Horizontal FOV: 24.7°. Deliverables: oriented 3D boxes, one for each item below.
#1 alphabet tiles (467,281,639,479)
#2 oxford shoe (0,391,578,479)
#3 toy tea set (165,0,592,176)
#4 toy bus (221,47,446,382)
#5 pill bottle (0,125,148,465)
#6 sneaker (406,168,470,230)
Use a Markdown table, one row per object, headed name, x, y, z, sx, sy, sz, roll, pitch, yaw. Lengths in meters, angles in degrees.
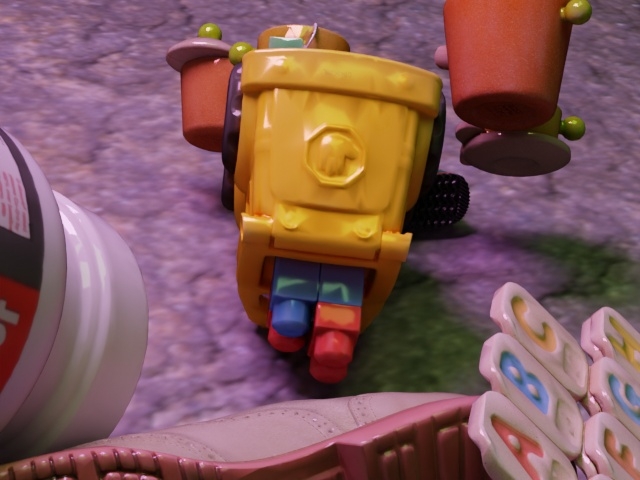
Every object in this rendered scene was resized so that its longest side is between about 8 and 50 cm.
| name | x | y | z | sx | sy | sz | roll | pitch | yaw |
| --- | --- | --- | --- | --- | --- | --- | --- | --- | --- |
| alphabet tiles | 0.186 | 0.148 | 0.771 | 0.278 | 0.021 | 0.284 | 44 | 28 | -11 |
| oxford shoe | -0.069 | 0.161 | 0.768 | 0.397 | 0.140 | 0.146 | -5 | 4 | -20 |
| toy tea set | 0.045 | -0.141 | 1.124 | 0.336 | 0.200 | 0.124 | 4 | 73 | 2 |
| toy bus | 0.000 | 0.000 | 1.020 | 0.149 | 0.220 | 0.211 | 6 | 69 | -4 |
| pill bottle | -0.252 | 0.007 | 0.685 | 0.210 | 0.210 | 0.363 | 30 | 0 | 34 |
| sneaker | 0.038 | -0.037 | 1.210 | 0.161 | 0.057 | 0.075 | -3 | 13 | -18 |
